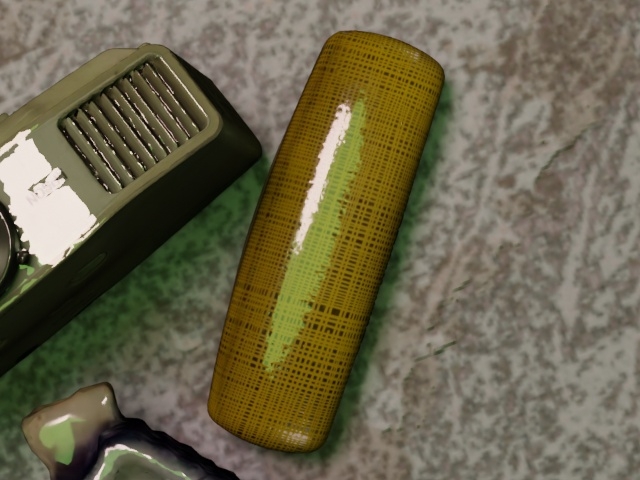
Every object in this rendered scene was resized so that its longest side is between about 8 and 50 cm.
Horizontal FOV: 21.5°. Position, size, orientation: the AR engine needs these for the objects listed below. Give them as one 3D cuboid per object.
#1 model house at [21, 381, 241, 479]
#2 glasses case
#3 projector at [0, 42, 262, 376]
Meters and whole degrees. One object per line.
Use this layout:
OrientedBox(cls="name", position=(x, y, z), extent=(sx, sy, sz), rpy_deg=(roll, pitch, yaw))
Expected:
OrientedBox(cls="model house", position=(-0.132, 0.226, 0.843), extent=(0.298, 0.243, 0.284), rpy_deg=(-18, 82, -6))
OrientedBox(cls="glasses case", position=(0.000, 0.000, 0.919), extent=(0.079, 0.064, 0.234), rpy_deg=(18, 90, -1))
OrientedBox(cls="projector", position=(-0.164, 0.003, 0.869), extent=(0.269, 0.193, 0.088), rpy_deg=(-39, 84, 3))
